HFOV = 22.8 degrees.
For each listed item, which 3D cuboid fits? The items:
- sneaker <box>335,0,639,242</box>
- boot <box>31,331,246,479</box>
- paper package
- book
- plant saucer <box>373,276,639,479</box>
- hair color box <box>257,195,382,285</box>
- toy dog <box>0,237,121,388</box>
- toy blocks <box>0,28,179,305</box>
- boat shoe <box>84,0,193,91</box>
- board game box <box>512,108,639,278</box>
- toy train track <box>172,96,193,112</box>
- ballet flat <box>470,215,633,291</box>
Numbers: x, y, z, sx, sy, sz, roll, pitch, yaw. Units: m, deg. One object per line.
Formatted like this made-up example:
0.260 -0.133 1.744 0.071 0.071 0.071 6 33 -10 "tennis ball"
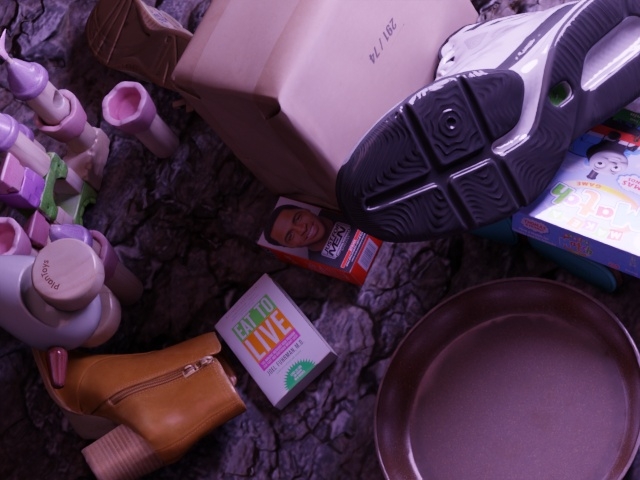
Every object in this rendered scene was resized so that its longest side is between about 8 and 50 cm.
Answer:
0.168 -0.134 1.813 0.447 0.169 0.257 -33 14 -22 "sneaker"
-0.221 0.167 1.949 0.211 0.104 0.295 -31 44 -9 "boot"
0.018 -0.234 1.899 0.168 0.309 0.325 16 71 34 "paper package"
-0.055 0.123 1.920 0.096 0.035 0.144 -44 56 4 "book"
0.210 0.190 1.742 0.310 0.050 0.310 -12 59 21 "plant saucer"
0.000 0.000 1.948 0.141 0.043 0.072 16 73 32 "hair color box"
-0.396 0.093 1.896 0.334 0.220 0.161 -5 61 30 "toy dog"
-0.389 -0.081 2.047 0.309 0.260 0.288 -1 65 25 "toy blocks"
-0.225 -0.258 2.173 0.285 0.089 0.104 37 99 43 "boat shoe"
0.332 -0.061 1.760 0.160 0.039 0.211 22 52 24 "board game box"
-0.159 -0.192 2.145 0.083 0.014 0.048 -16 48 11 "toy train track"
0.246 -0.031 1.824 0.280 0.095 0.096 26 68 23 "ballet flat"
